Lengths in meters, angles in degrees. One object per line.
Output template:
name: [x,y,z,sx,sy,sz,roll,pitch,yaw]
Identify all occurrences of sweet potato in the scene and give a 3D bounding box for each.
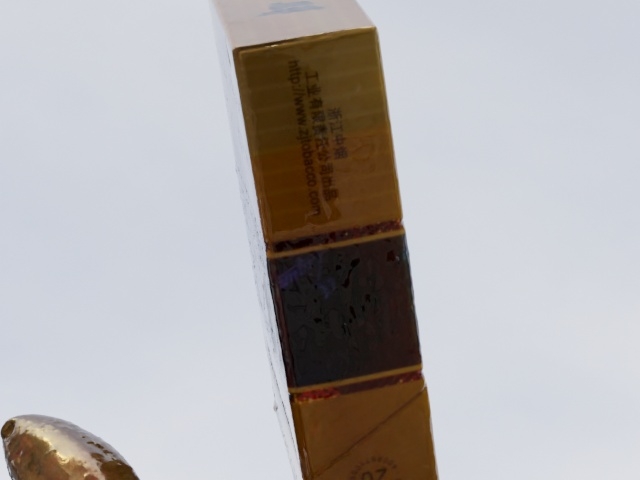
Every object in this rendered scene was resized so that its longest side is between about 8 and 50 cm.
sweet potato: [-0.068,0.150,0.719,0.214,0.050,0.050,47,-62,30]

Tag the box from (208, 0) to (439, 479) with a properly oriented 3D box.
box: [-0.001,0.000,0.801,0.070,0.152,0.237,-12,-69,-4]
